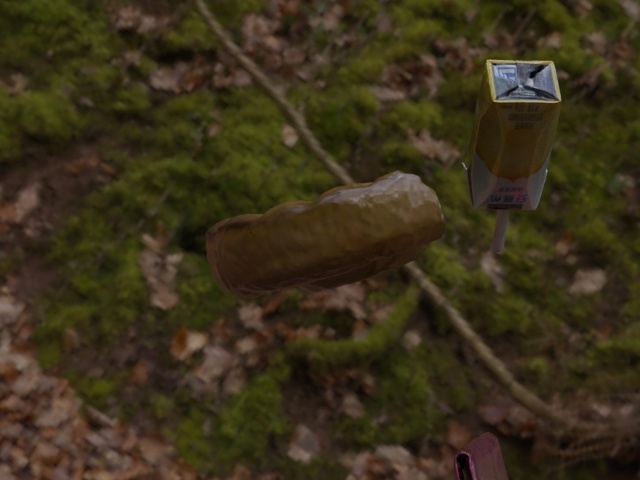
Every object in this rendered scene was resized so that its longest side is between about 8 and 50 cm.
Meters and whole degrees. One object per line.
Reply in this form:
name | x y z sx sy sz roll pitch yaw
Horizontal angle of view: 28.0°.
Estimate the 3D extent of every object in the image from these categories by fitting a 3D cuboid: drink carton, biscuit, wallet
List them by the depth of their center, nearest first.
biscuit | 0.000 0.001 1.203 0.274 0.213 0.091 -147 -138 -87
drink carton | 0.182 -0.080 1.241 0.084 0.200 0.074 0 49 -4
wallet | 0.164 0.253 1.251 0.232 0.025 0.119 17 60 -76
